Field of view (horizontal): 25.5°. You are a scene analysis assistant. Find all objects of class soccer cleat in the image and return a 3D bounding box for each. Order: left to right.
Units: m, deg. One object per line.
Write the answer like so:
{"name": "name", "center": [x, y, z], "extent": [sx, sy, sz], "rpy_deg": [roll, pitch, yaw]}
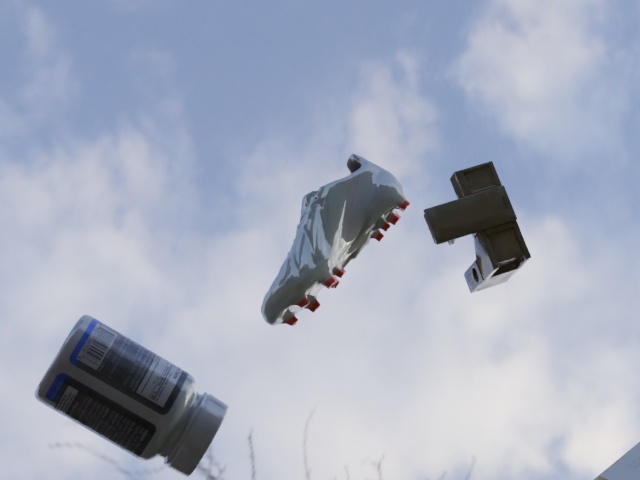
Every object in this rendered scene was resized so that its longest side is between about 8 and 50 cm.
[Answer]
{"name": "soccer cleat", "center": [0.000, 0.000, 1.248], "extent": [0.076, 0.196, 0.068], "rpy_deg": [40, -33, 6]}

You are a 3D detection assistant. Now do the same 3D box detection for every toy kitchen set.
{"name": "toy kitchen set", "center": [0.112, -0.005, 1.121], "extent": [0.068, 0.075, 0.083], "rpy_deg": [-17, -104, -13]}

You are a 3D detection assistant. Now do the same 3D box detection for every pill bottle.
{"name": "pill bottle", "center": [-0.146, 0.123, 1.105], "extent": [0.137, 0.078, 0.078], "rpy_deg": [31, -66, -5]}

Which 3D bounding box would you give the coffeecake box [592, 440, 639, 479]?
{"name": "coffeecake box", "center": [0.280, 0.288, 1.221], "extent": [0.142, 0.068, 0.185], "rpy_deg": [-33, -63, -21]}
